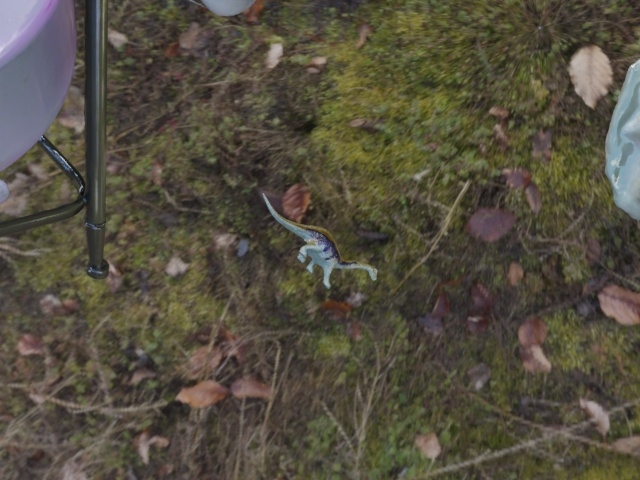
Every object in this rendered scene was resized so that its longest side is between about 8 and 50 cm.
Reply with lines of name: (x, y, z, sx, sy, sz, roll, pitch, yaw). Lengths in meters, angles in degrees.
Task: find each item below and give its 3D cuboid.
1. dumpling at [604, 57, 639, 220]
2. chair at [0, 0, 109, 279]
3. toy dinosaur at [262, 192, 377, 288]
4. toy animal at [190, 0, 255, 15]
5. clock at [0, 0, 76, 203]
dumpling: (0.380, -0.062, 0.774, 0.252, 0.131, 0.179, 29, 117, 14)
chair: (-0.396, -0.177, 0.822, 0.364, 0.362, 0.410, 45, 126, 20)
toy dinosaur: (-0.007, 0.013, 1.002, 0.180, 0.037, 0.058, 37, 71, -31)
toy animal: (-0.111, -0.404, 1.087, 0.267, 0.212, 0.212, -9, 101, 27)
clock: (-0.299, -0.126, 0.404, 0.338, 0.338, 0.102, 40, 153, 2)
